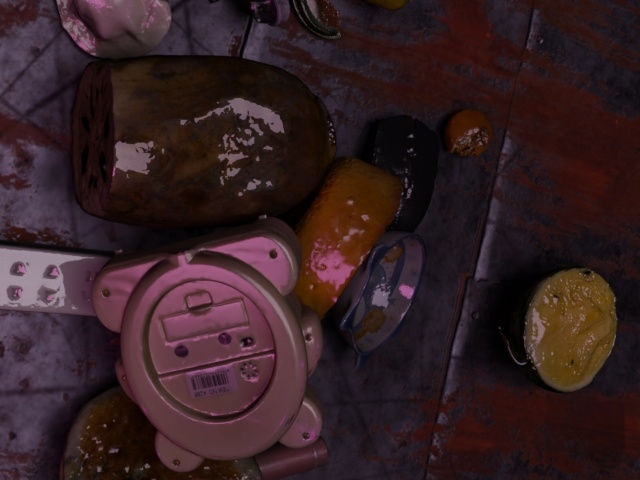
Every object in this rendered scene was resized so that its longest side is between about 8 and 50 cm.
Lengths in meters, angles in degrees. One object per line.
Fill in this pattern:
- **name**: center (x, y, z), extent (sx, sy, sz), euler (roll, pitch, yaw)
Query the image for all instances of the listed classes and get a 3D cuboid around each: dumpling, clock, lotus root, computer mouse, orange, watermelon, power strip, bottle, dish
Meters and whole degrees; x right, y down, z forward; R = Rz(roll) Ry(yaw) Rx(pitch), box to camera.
- **dumpling**: center (-0.291, -0.330, 1.568), extent (0.150, 0.092, 0.176), euler (-49, 120, -1)
- **clock**: center (-0.137, 0.142, 1.537), extent (0.283, 0.114, 0.310), euler (-13, 103, 6)
- **lotus root**: center (-0.154, -0.137, 1.570), extent (0.345, 0.250, 0.251), euler (-5, 97, -24)
- **computer mouse**: center (0.120, -0.089, 1.816), extent (0.122, 0.073, 0.217), euler (13, 87, -28)
- **orange**: center (0.244, -0.175, 1.882), extent (0.086, 0.062, 0.086), euler (-1, 93, -30)
- **watermelon**: center (0.390, 0.150, 1.952), extent (0.232, 0.127, 0.204), euler (-39, 112, -22)
- **power strip**: center (-0.350, 0.055, 1.581), extent (0.385, 0.062, 0.091), euler (7, 94, -28)
- **bottle**: center (-0.057, 0.335, 1.770), extent (0.140, 0.053, 0.053), euler (-10, 99, -27)
- **dish**: center (0.065, 0.073, 1.770), extent (0.228, 0.086, 0.236), euler (-39, 144, -40)

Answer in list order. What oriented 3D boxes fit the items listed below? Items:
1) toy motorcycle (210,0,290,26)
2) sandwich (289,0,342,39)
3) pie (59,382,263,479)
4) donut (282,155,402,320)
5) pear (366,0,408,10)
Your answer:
- **toy motorcycle**: center (-0.078, -0.452, 1.654), extent (0.205, 0.127, 0.275), euler (-29, 101, -24)
- **sandwich**: center (-0.008, -0.357, 1.746), extent (0.067, 0.029, 0.135), euler (-37, 111, -20)
- **pie**: center (-0.223, 0.329, 1.614), extent (0.302, 0.067, 0.303), euler (13, 59, -22)
- **donut**: center (0.002, -0.002, 1.665), extent (0.108, 0.277, 0.278), euler (34, 78, -9)
- **pear**: center (0.096, -0.413, 1.756), extent (0.107, 0.107, 0.131), euler (-41, 120, -19)
